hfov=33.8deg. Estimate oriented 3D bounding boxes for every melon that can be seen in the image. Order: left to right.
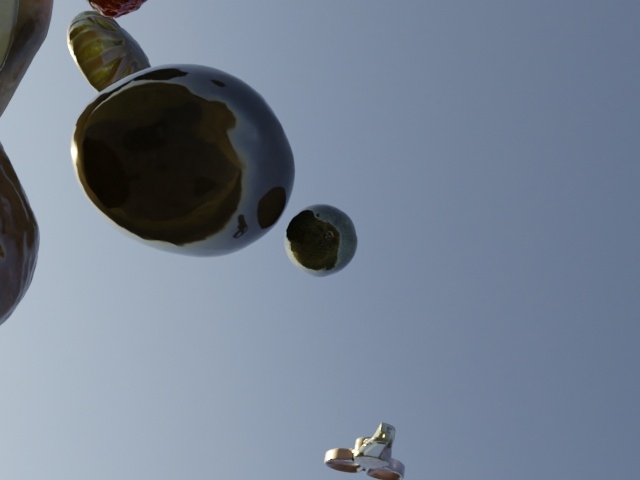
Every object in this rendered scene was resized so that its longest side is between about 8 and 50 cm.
[{"bbox_3d":[0.000,0.000,1.398,0.098,0.098,0.130,61,-6,2],"label":"melon"}]

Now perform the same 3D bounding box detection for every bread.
[{"bbox_3d":[-0.388,-0.338,1.993,0.104,0.213,0.213,-27,-90,9],"label":"bread"}]

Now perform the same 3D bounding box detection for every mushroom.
[{"bbox_3d":[-0.461,-0.247,1.455,0.351,0.109,0.097,-56,-142,1],"label":"mushroom"}]

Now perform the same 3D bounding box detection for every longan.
[{"bbox_3d":[-0.182,-0.098,1.384,0.300,0.243,0.300,21,-37,17],"label":"longan"}]

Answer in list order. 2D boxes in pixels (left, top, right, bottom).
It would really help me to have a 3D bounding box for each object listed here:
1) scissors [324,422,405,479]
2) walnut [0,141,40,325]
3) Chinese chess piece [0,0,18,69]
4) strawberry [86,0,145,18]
[{"bbox_3d":[0.074,0.294,1.460,0.118,0.030,0.242,12,-25,-1],"label":"scissors"},{"bbox_3d":[-0.507,-0.031,1.269,0.306,0.306,0.344,-6,-75,41],"label":"walnut"},{"bbox_3d":[-0.388,-0.255,1.025,0.251,0.097,0.251,11,-75,46],"label":"Chinese chess piece"},{"bbox_3d":[-0.237,-0.371,1.396,0.082,0.188,0.121,41,-19,-33],"label":"strawberry"}]
